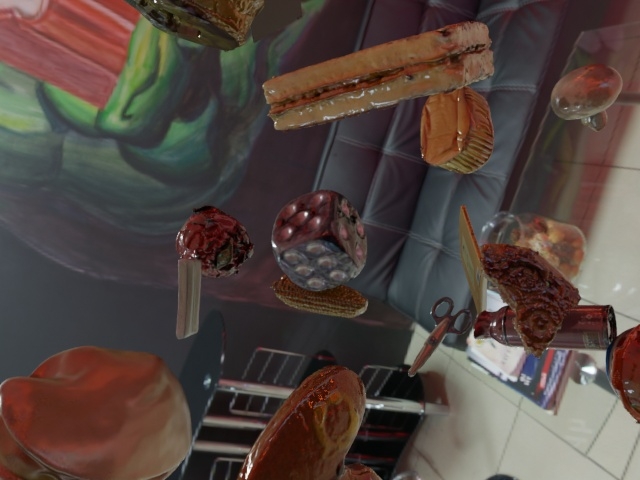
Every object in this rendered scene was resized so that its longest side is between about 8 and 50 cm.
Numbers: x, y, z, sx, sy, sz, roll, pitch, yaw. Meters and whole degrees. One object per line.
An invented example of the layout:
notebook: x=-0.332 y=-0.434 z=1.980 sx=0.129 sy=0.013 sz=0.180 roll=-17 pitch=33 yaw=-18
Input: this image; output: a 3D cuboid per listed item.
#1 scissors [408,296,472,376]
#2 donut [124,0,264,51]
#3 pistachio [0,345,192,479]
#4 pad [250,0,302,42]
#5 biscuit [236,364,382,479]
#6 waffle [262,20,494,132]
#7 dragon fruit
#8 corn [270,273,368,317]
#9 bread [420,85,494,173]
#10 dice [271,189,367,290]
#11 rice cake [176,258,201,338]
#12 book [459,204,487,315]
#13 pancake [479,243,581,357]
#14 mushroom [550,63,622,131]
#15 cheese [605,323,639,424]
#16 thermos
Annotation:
scissors: x=0.373 y=0.324 z=1.836 sx=0.289 sy=0.138 sz=0.041 roll=-54 pitch=-21 yaw=-6
donut: x=-0.286 y=-0.504 z=1.130 sx=0.160 sy=0.330 sz=0.330 roll=-62 pitch=23 yaw=5
pistachio: x=-0.460 y=0.373 z=1.162 sx=0.365 sy=0.445 sz=0.281 roll=36 pitch=103 yaw=28
pad: x=-0.112 y=-0.590 z=1.267 sx=0.004 sy=0.163 sz=0.243 roll=34 pitch=149 yaw=32
biscuit: x=0.015 y=0.347 z=0.820 sx=0.262 sy=0.277 sz=0.052 roll=-45 pitch=26 yaw=-27
waffle: x=0.106 y=-0.297 z=1.036 sx=0.376 sy=0.261 sz=0.114 roll=-6 pitch=109 yaw=30
dragon fruit: x=-0.327 y=-0.004 z=1.728 sx=0.293 sy=0.233 sz=0.234 roll=-113 pitch=43 yaw=-57
corn: x=-0.005 y=0.142 z=1.468 sx=0.097 sy=0.261 sz=0.097 roll=11 pitch=-90 yaw=-77
bread: x=0.437 y=-0.346 z=1.780 sx=0.204 sy=0.156 sz=0.288 roll=-29 pitch=53 yaw=42
dice: x=0.000 y=0.000 z=1.361 sx=0.181 sy=0.182 sz=0.183 roll=-20 pitch=41 yaw=27
rice cake: x=-0.362 y=0.157 z=1.555 sx=0.080 sy=0.042 sz=0.222 roll=-7 pitch=-79 yaw=-68
book: x=0.558 y=0.087 z=2.058 sx=0.389 sy=0.032 sz=0.269 roll=-90 pitch=-9 yaw=-50
pancake: x=0.463 y=0.137 z=1.267 sx=0.057 sy=0.266 sz=0.244 roll=151 pitch=128 yaw=-75
mushroom: x=0.819 y=-0.428 z=1.719 sx=0.204 sy=0.204 sz=0.204 roll=-166 pitch=90 yaw=-68
cheese: x=0.716 y=0.274 z=1.166 sx=0.129 sy=0.329 sz=0.217 roll=-2 pitch=81 yaw=64
thermos: x=0.541 y=0.200 z=1.390 sx=0.330 sy=0.109 sz=0.136 roll=-5 pitch=58 yaw=37
